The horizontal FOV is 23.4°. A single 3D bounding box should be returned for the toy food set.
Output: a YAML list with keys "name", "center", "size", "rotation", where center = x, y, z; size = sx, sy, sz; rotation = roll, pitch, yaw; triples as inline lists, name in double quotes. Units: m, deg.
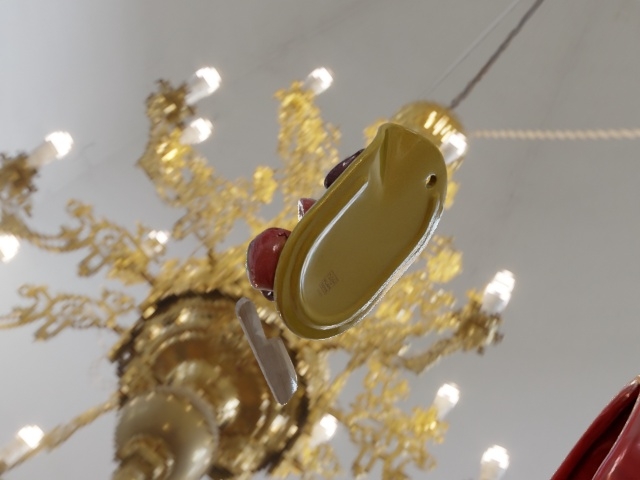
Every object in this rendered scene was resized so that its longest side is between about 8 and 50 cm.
- name: "toy food set"
  center: [0.000, 0.000, 1.163]
  size: [0.071, 0.218, 0.128]
  rotation: [30, -19, 39]

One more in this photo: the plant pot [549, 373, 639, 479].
- name: "plant pot"
  center: [0.227, 0.206, 0.994]
  size: [0.174, 0.191, 0.191]
  rotation: [33, -65, 4]
